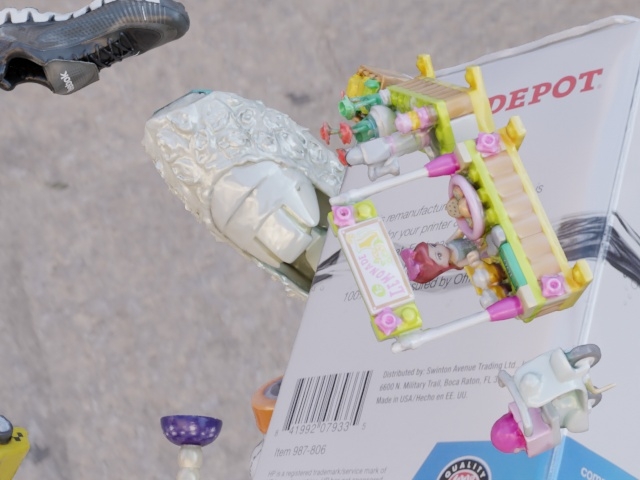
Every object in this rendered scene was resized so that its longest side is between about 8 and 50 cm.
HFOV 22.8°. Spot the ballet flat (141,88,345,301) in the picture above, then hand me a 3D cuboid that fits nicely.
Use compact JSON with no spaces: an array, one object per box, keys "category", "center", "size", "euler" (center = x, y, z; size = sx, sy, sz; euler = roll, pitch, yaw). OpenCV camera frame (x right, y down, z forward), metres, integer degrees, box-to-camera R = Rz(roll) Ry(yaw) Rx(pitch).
[{"category":"ballet flat","center":[0.000,0.000,1.593],"size":[0.147,0.409,0.147],"euler":[-37,31,26]}]

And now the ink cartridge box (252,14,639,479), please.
[{"category":"ink cartridge box","center":[0.130,0.071,1.122],"size":[0.285,0.166,0.394],"euler":[-10,55,48]}]

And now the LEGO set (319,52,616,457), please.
[{"category":"LEGO set","center":[0.046,-0.019,0.845],"size":[0.107,0.132,0.287],"euler":[-19,50,-11]}]

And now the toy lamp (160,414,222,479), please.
[{"category":"toy lamp","center":[-0.148,0.330,1.731],"size":[0.080,0.080,0.274],"euler":[-1,75,8]}]

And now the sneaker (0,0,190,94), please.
[{"category":"sneaker","center":[-0.253,-0.202,1.704],"size":[0.234,0.078,0.106],"euler":[-5,57,12]}]

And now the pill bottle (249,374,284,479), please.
[{"category":"pill bottle","center":[0.016,0.235,1.392],"size":[0.131,0.245,0.130],"euler":[-17,13,4]}]

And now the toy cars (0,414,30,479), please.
[{"category":"toy cars","center":[-0.356,0.302,1.697],"size":[0.176,0.393,0.087],"euler":[-31,53,-9]}]
